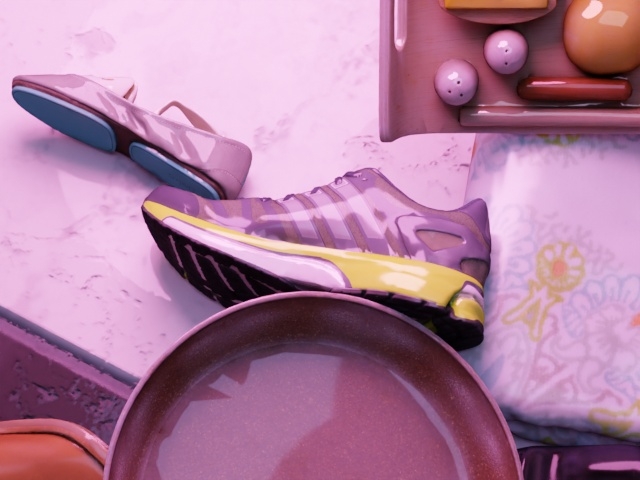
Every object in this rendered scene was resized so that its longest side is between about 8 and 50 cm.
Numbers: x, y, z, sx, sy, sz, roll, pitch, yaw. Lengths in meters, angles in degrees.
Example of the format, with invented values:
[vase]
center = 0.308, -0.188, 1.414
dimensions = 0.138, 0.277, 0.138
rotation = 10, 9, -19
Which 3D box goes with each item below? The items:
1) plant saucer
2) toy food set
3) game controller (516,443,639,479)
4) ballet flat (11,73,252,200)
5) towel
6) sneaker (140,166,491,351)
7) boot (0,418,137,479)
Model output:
[plant saucer]
center = -0.004, 0.192, 1.107
dimensions = 0.310, 0.050, 0.311
rotation = 3, 74, -12
[toy food set]
center = 0.198, -0.182, 1.172
dimensions = 0.306, 0.092, 0.220
rotation = 1, 105, 6
[game controller]
center = 0.180, 0.298, 1.109
dimensions = 0.166, 0.067, 0.319
rotation = -1, 61, 18
[ballet flat]
center = -0.156, -0.100, 1.294
dimensions = 0.213, 0.072, 0.068
rotation = 28, 67, 2
[towel]
center = 0.297, 0.024, 1.246
dimensions = 0.374, 0.090, 0.321
rotation = 10, 66, 3
[sneaker]
center = 0.000, 0.000, 1.225
dimensions = 0.300, 0.111, 0.121
rotation = 14, 61, 15
[boot]
center = -0.260, 0.219, 1.137
dimensions = 0.283, 0.109, 0.220
rotation = 32, 77, -1
